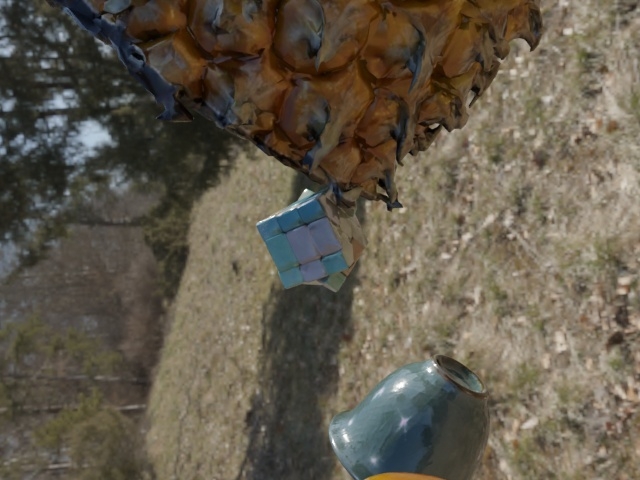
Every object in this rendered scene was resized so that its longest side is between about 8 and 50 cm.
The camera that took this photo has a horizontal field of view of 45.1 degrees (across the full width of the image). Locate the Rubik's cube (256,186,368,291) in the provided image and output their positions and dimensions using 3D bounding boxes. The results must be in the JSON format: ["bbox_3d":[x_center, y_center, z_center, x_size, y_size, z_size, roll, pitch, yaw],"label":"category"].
[{"bbox_3d":[-0.003,-0.001,0.634,0.073,0.075,0.084,-48,-50,-65],"label":"Rubik's cube"}]

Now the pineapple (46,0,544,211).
[{"bbox_3d":[0.003,-0.215,0.556,0.300,0.352,0.352,-49,19,10],"label":"pineapple"}]

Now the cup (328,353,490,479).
[{"bbox_3d":[0.130,0.220,0.933,0.150,0.199,0.199,-59,18,16],"label":"cup"}]

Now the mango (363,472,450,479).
[{"bbox_3d":[0.088,0.243,0.421,0.253,0.138,0.113,65,-174,0],"label":"mango"}]
